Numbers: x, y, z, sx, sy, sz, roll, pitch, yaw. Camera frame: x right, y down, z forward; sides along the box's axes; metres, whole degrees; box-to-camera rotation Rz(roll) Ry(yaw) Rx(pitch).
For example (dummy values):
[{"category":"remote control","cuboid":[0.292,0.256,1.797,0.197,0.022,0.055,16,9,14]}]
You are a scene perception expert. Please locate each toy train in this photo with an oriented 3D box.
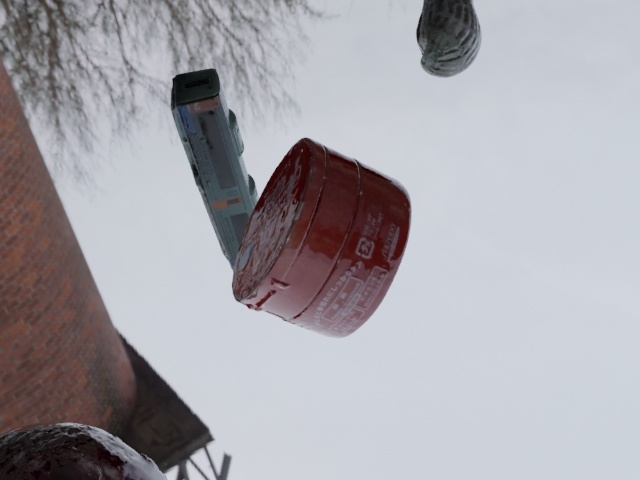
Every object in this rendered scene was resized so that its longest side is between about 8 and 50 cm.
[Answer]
[{"category":"toy train","cuboid":[-0.150,-0.087,1.288,0.089,0.409,0.086,-13,-136,1]}]

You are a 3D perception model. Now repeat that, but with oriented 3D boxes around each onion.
[{"category":"onion","cuboid":[-0.314,0.398,1.036,0.260,0.337,0.282,-7,-155,43]}]

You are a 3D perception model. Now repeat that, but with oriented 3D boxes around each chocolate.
[{"category":"chocolate","cuboid":[0.209,-0.380,1.265,0.110,0.110,0.248,1,-99,16]}]

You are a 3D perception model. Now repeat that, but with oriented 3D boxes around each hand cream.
[{"category":"hand cream","cuboid":[0.000,0.000,0.967,0.149,0.230,0.230,25,-147,-15]}]
